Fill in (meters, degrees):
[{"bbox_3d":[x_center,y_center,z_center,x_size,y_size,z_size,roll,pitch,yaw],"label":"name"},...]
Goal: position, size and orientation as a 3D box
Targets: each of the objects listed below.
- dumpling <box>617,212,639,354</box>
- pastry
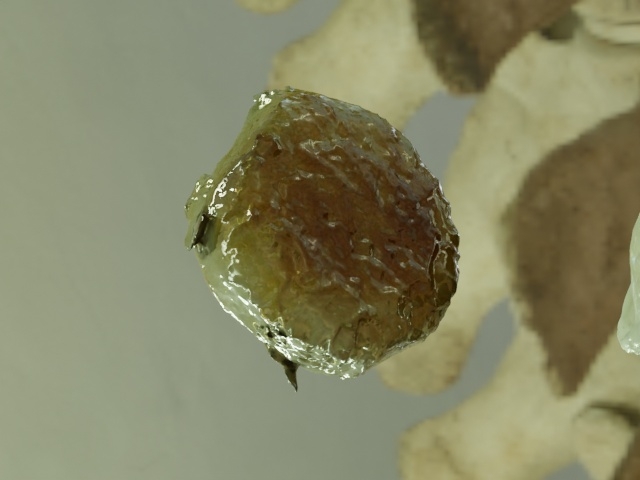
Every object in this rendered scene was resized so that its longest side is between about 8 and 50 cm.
[{"bbox_3d":[0.346,0.019,1.652,0.131,0.252,0.179,36,-146,-13],"label":"dumpling"},{"bbox_3d":[0.004,-0.002,1.559,0.236,0.121,0.257,37,-128,-12],"label":"pastry"}]
